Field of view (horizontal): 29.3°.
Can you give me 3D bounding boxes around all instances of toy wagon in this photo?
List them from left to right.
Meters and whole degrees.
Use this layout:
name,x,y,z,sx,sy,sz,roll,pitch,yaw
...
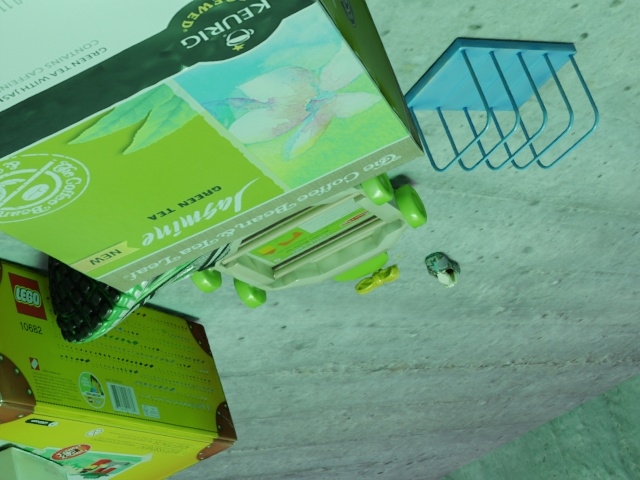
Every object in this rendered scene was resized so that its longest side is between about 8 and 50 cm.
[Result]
name,x,y,z,sx,sy,sz,roll,pitch,yaw
toy wagon,0.000,0.000,1.555,0.267,0.068,0.344,-27,158,18

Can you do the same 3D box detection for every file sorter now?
name,x,y,z,sx,sy,sz,roll,pitch,yaw
file sorter,0.200,-0.141,1.338,0.170,0.105,0.118,-4,154,-34

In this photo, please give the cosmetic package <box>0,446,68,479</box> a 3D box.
name,x,y,z,sx,sy,sz,roll,pitch,yaw
cosmetic package,-0.456,0.358,1.435,0.309,0.113,0.160,-22,157,4

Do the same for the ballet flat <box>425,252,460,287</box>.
name,x,y,z,sx,sy,sz,roll,pitch,yaw
ballet flat,0.190,0.052,1.868,0.041,0.041,0.114,-26,157,15

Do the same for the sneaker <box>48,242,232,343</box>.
name,x,y,z,sx,sy,sz,roll,pitch,yaw
sneaker,-0.176,0.012,1.348,0.343,0.134,0.146,-35,154,32

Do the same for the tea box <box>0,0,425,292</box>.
name,x,y,z,sx,sy,sz,roll,pitch,yaw
tea box,-0.128,-0.190,0.654,0.219,0.329,0.323,-25,157,12

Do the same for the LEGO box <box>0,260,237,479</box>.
name,x,y,z,sx,sy,sz,roll,pitch,yaw
LEGO box,-0.402,0.223,1.569,0.372,0.193,0.500,-27,156,18
